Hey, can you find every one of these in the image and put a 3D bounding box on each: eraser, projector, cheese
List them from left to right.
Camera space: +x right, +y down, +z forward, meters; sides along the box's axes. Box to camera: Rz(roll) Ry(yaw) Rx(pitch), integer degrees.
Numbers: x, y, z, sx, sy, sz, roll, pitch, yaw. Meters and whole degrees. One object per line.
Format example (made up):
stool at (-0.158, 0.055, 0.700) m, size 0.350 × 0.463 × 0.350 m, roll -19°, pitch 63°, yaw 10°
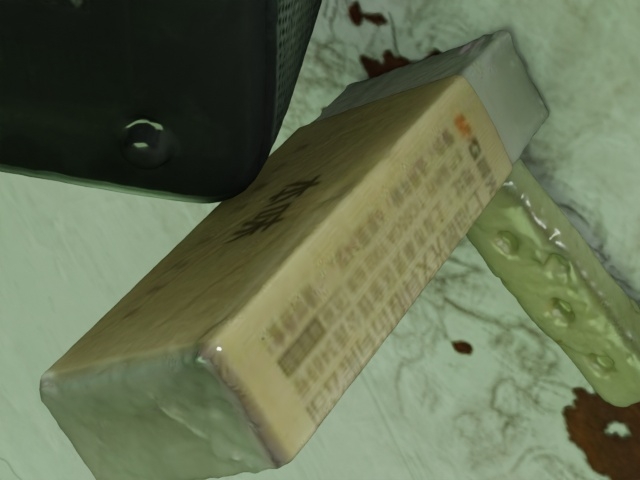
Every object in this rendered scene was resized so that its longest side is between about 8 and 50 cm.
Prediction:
projector at (-0.197, -0.241, 0.753) m, size 0.395 × 0.242 × 0.405 m, roll 11°, pitch 142°, yaw 8°
eraser at (0.000, 0.000, 0.810) m, size 0.144 × 0.343 × 0.078 m, roll -16°, pitch 113°, yaw 41°
cheese at (0.154, 0.027, 0.925) m, size 0.194 × 0.043 × 0.065 m, roll 48°, pitch 140°, yaw -9°
